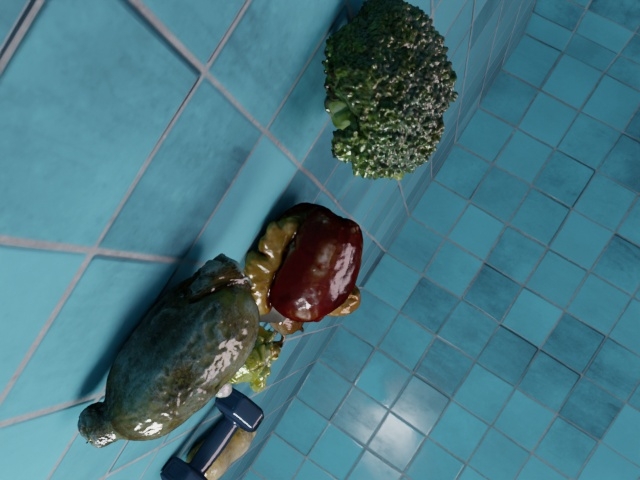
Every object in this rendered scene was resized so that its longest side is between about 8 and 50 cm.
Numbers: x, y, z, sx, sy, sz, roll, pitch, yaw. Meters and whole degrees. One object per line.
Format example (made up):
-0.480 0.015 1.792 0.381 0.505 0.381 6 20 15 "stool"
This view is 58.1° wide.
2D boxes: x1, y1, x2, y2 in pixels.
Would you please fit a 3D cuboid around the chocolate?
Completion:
-0.312 0.651 1.816 0.309 0.134 0.134 -28 149 -60 "chocolate"

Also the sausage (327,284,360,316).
0.018 0.145 1.670 0.241 0.136 0.120 -148 -116 -62 "sausage"

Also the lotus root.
-0.223 0.189 0.909 0.350 0.175 0.175 -50 167 -11 "lotus root"

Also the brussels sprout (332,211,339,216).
0.003 0.002 1.450 0.155 0.117 0.155 -45 169 -12 "brussels sprout"

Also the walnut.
-0.043 0.042 1.226 0.222 0.243 0.269 -115 -143 -59 "walnut"

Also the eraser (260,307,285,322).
-0.054 0.091 1.546 0.352 0.077 0.111 -48 162 -37 "eraser"

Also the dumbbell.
-0.299 0.577 1.623 0.316 0.143 0.156 -52 167 -24 "dumbbell"

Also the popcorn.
-0.179 0.293 1.430 0.141 0.135 0.163 2 93 -53 "popcorn"

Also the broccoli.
0.111 -0.244 0.976 0.288 0.235 0.260 -60 169 -10 "broccoli"

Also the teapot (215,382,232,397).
-0.258 0.357 1.462 0.083 0.064 0.064 0 120 -38 "teapot"

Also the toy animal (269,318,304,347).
-0.088 0.218 1.677 0.188 0.089 0.179 24 94 -56 "toy animal"
